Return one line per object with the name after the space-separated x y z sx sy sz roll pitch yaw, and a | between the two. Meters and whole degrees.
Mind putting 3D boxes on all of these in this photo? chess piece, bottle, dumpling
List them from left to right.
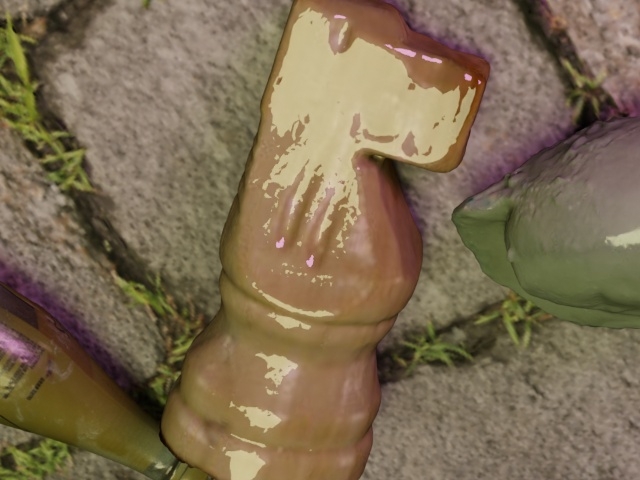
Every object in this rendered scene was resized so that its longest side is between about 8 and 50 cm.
-0.190 0.091 1.172 0.270 0.083 0.083 35 123 -13 | bottle
0.000 0.000 1.056 0.137 0.137 0.301 17 112 4 | chess piece
0.184 -0.012 1.008 0.219 0.153 0.108 2 78 30 | dumpling
